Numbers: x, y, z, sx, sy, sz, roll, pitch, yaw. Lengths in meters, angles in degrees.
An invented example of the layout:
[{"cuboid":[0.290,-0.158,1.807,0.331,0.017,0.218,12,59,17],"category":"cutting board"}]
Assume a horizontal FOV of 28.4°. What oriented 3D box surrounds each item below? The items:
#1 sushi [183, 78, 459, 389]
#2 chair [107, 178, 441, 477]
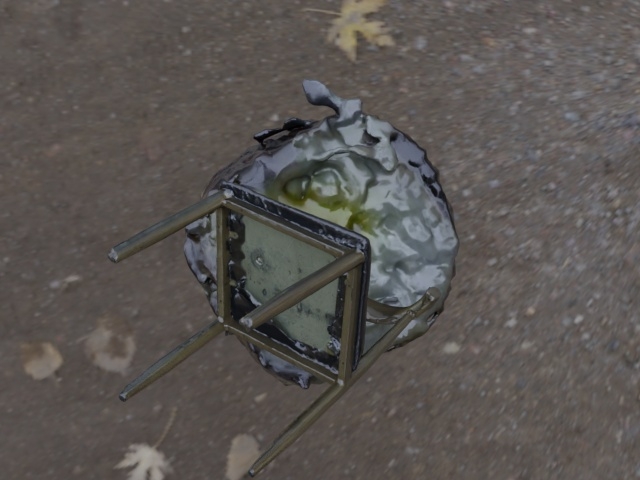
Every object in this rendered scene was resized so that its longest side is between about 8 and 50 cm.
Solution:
[{"cuboid":[0.001,0.001,1.424,0.299,0.294,0.281,-43,92,-3],"category":"sushi"},{"cuboid":[-0.033,0.046,1.124,0.188,0.272,0.166,23,126,32],"category":"chair"}]
